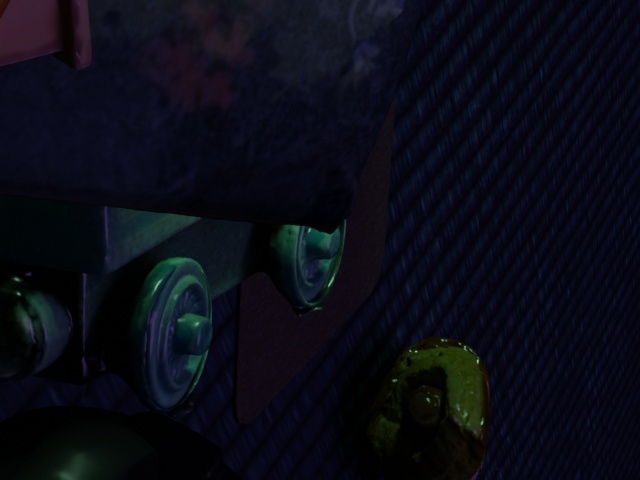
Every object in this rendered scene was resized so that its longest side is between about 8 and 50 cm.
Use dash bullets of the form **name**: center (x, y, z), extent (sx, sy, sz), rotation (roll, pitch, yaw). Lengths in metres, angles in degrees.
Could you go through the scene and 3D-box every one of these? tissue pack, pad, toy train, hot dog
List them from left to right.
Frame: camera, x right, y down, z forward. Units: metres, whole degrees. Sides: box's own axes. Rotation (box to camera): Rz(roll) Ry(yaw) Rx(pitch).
- **tissue pack**: center (-0.085, -0.127, 0.643), extent (0.316, 0.103, 0.228), rotation (7, 108, -47)
- **toy train**: center (-0.075, -0.042, 0.904), extent (0.298, 0.120, 0.194), rotation (-34, 129, -63)
- **pad**: center (0.000, 0.000, 1.302), extent (0.266, 0.002, 0.176), rotation (-43, 141, -58)
- **hot dog**: center (0.082, 0.143, 1.490), extent (0.261, 0.093, 0.123), rotation (89, 9, -75)

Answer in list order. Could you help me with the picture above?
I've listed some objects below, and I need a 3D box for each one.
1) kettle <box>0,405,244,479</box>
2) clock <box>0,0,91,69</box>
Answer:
- **kettle**: center (-0.126, 0.217, 0.733), extent (0.203, 0.262, 0.308), rotation (51, 38, -7)
- **clock**: center (-0.171, -0.087, 0.437), extent (0.255, 0.106, 0.220), rotation (-19, 125, -29)
